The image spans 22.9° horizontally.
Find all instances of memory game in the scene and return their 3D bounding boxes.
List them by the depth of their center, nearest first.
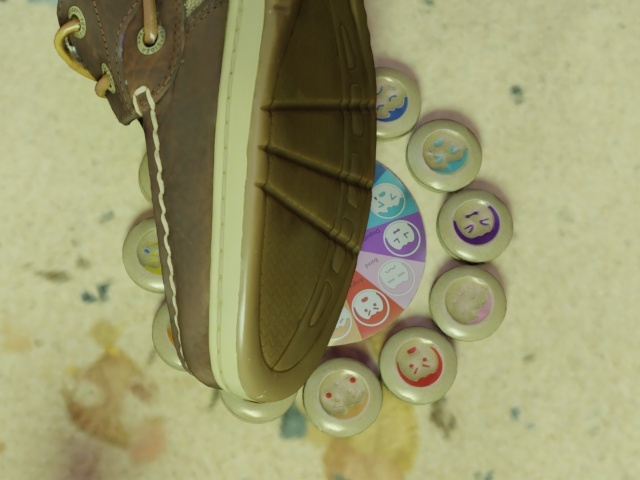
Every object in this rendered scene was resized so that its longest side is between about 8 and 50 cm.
[{"bbox_3d":[0.000,0.000,0.738,0.186,0.012,0.186,2,74,-6],"label":"memory game"}]

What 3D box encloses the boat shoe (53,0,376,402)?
[{"bbox_3d":[-0.053,-0.098,0.709,0.123,0.123,0.342,-4,83,24],"label":"boat shoe"}]
